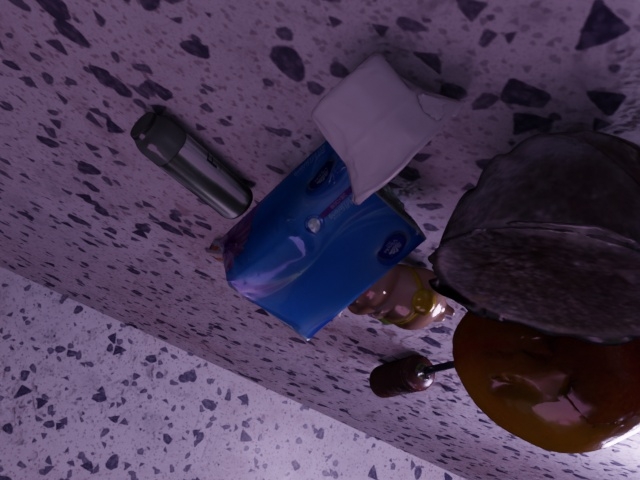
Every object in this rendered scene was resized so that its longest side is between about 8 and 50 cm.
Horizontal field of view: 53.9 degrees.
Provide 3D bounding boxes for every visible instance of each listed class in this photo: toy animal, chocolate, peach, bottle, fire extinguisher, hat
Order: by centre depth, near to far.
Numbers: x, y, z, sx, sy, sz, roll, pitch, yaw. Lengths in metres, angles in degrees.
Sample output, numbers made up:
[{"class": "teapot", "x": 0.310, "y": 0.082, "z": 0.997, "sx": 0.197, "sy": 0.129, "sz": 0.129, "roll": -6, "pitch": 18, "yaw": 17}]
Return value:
[{"class": "chocolate", "x": 0.298, "y": -0.026, "z": 0.767, "sx": 0.303, "sy": 0.213, "sz": 0.303, "roll": 17, "pitch": 155, "yaw": 8}, {"class": "hat", "x": 0.068, "y": -0.151, "z": 0.785, "sx": 0.126, "sy": 0.203, "sz": 0.203, "roll": 45, "pitch": 153, "yaw": -5}, {"class": "peach", "x": 0.391, "y": 0.187, "z": 1.004, "sx": 0.372, "sy": 0.290, "sz": 0.372, "roll": 25, "pitch": 178, "yaw": 1}, {"class": "bottle", "x": -0.233, "y": -0.137, "z": 1.154, "sx": 0.253, "sy": 0.079, "sz": 0.096, "roll": 40, "pitch": -172, "yaw": -38}, {"class": "toy animal", "x": 0.146, "y": 0.097, "z": 1.241, "sx": 0.248, "sy": 0.149, "sz": 0.165, "roll": 32, "pitch": 138, "yaw": -4}, {"class": "fire extinguisher", "x": 0.265, "y": 0.381, "z": 1.796, "sx": 0.138, "sy": 0.102, "sz": 0.344, "roll": -5, "pitch": 164, "yaw": -22}]

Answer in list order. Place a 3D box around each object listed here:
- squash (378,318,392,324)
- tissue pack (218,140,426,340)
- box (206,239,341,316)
[{"class": "squash", "x": 0.103, "y": 0.121, "z": 1.414, "sx": 0.229, "sy": 0.066, "sz": 0.066, "roll": 36, "pitch": 152, "yaw": -29}, {"class": "tissue pack", "x": 0.000, "y": 0.000, "z": 1.002, "sx": 0.263, "sy": 0.146, "sz": 0.198, "roll": -42, "pitch": 123, "yaw": 14}, {"class": "box", "x": -0.109, "y": 0.084, "z": 1.473, "sx": 0.265, "sy": 0.048, "sz": 0.273, "roll": 35, "pitch": 167, "yaw": -25}]
